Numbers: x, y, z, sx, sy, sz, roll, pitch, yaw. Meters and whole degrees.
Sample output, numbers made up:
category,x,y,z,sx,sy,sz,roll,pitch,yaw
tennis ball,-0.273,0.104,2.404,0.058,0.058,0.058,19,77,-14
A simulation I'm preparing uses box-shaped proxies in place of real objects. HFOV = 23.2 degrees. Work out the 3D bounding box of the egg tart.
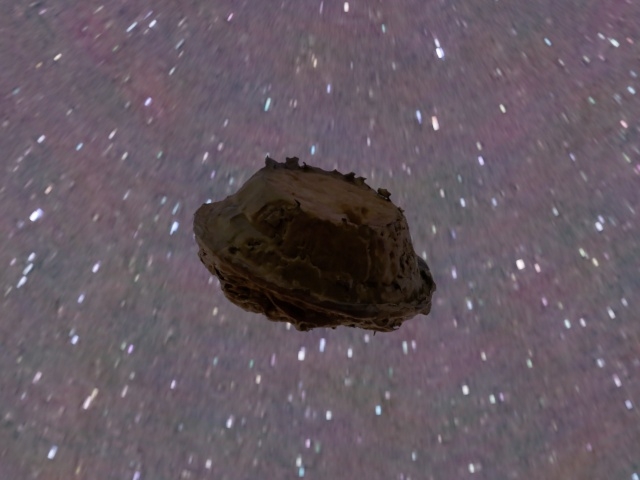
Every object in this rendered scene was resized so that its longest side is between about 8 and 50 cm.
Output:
category,x,y,z,sx,sy,sz,roll,pitch,yaw
egg tart,0.001,-0.001,1.247,0.213,0.212,0.090,18,-67,-4
